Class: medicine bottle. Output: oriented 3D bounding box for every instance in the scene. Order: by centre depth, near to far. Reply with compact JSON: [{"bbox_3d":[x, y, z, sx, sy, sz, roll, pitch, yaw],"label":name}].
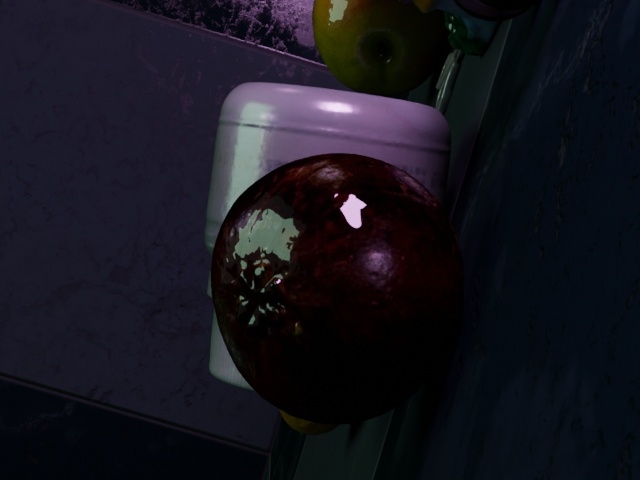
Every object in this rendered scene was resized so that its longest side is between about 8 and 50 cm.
[{"bbox_3d":[0.000,0.000,1.338,0.245,0.245,0.306,-113,31,-86],"label":"medicine bottle"}]

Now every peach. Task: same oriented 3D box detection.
[{"bbox_3d":[0.095,-0.329,1.894,0.231,0.231,0.231,-163,90,-87],"label":"peach"}]

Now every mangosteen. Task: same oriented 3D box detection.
[{"bbox_3d":[0.038,0.039,1.127,0.261,0.235,0.236,-5,-60,-47],"label":"mangosteen"}]

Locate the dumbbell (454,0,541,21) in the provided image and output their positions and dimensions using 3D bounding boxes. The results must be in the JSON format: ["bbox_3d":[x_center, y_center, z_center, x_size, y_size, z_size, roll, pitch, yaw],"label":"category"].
[{"bbox_3d":[0.159,-0.245,1.114,0.208,0.099,0.099,-132,58,-86],"label":"dumbbell"}]

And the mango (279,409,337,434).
[{"bbox_3d":[0.016,0.125,1.588,0.177,0.120,0.295,-79,6,-47],"label":"mango"}]

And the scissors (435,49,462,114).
[{"bbox_3d":[0.179,-0.242,1.640,0.189,0.015,0.100,113,172,-52],"label":"scissors"}]

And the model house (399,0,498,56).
[{"bbox_3d":[0.109,-0.387,1.423,0.230,0.248,0.281,112,174,-73],"label":"model house"}]
